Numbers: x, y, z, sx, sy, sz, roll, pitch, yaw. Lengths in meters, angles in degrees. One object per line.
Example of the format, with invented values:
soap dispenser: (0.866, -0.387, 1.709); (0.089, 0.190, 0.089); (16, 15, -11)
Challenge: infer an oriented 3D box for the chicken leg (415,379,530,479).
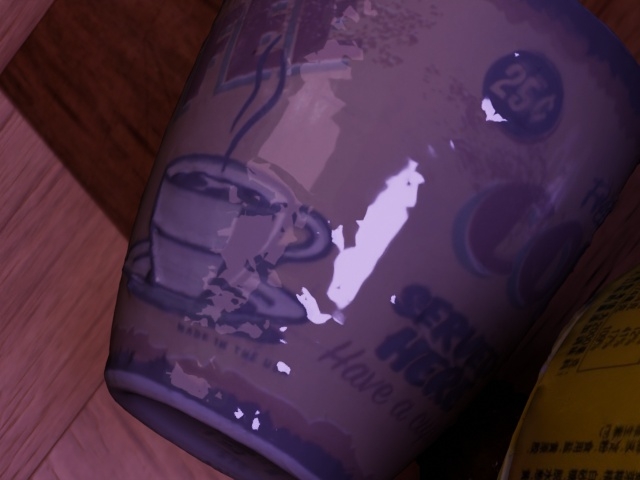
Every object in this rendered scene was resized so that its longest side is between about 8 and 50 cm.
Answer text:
chicken leg: (0.136, 0.129, 0.914); (0.253, 0.051, 0.106); (10, 68, 45)

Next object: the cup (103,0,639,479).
cup: (0.000, 0.000, 0.997); (0.257, 0.227, 0.301); (-58, 4, -14)

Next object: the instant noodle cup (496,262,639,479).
instant noodle cup: (0.227, 0.117, 0.647); (0.254, 0.325, 0.325); (-3, 63, 53)
